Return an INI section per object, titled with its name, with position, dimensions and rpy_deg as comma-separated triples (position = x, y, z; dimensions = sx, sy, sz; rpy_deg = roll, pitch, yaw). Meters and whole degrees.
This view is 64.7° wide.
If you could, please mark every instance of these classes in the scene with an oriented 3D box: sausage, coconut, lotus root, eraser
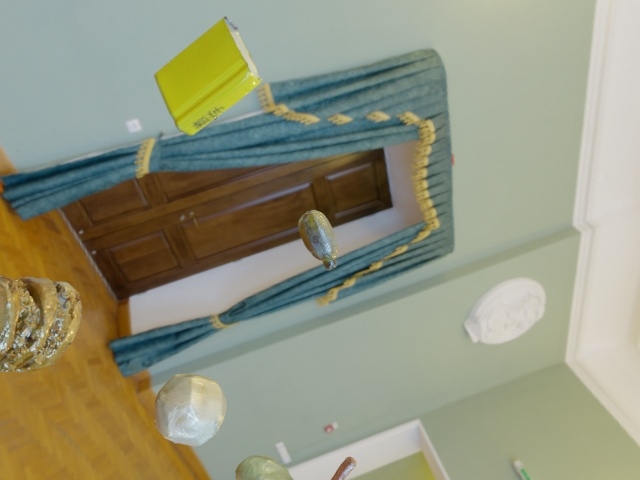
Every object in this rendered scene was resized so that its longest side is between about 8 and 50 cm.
[sausage]
position = 0.045, 0.674, 1.408
dimensions = 0.036, 0.158, 0.042
rpy_deg = 40, -22, -5
[coconut]
position = -0.315, 0.398, 1.191
dimensions = 0.162, 0.161, 0.161
rpy_deg = 27, 21, -30
[lotus root]
position = 0.000, 0.000, 1.530
dimensions = 0.113, 0.088, 0.192
rpy_deg = -9, -71, 59
[eraser]
position = -0.250, -0.356, 1.116
dimensions = 0.158, 0.226, 0.069
rpy_deg = 64, 18, 13

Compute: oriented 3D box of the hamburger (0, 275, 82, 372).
[hamburger]
position = -0.692, 0.187, 1.162
dimensions = 0.245, 0.260, 0.211
rpy_deg = 59, 11, 29

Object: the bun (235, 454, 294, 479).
[bun]
position = -0.119, 0.599, 1.213
dimensions = 0.195, 0.118, 0.195
rpy_deg = 44, -25, 27
